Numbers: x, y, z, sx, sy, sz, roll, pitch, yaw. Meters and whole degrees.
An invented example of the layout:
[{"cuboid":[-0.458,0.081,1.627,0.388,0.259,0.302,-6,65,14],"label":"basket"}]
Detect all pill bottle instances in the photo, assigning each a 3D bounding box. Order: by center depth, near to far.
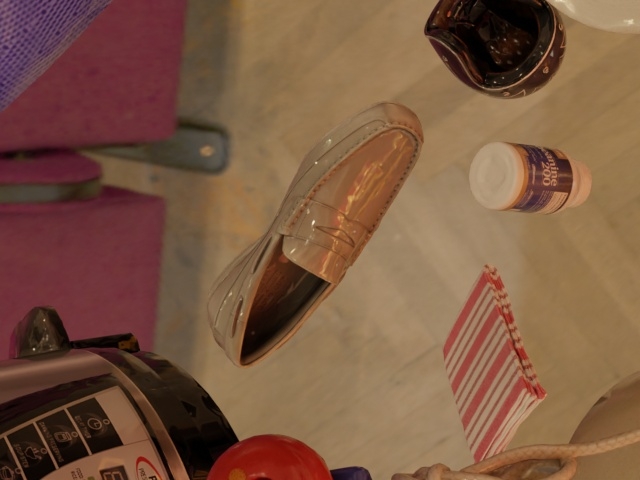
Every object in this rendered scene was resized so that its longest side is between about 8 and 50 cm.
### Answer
[{"cuboid":[0.209,-0.060,1.370,0.067,0.120,0.067,-4,85,50],"label":"pill bottle"}]

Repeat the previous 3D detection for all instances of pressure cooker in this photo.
[{"cuboid":[-0.227,0.264,1.063,0.375,0.420,0.370,28,117,48],"label":"pressure cooker"}]

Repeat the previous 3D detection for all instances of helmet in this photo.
[{"cuboid":[0.230,-0.259,1.775,0.161,0.169,0.169,36,114,-15],"label":"helmet"}]

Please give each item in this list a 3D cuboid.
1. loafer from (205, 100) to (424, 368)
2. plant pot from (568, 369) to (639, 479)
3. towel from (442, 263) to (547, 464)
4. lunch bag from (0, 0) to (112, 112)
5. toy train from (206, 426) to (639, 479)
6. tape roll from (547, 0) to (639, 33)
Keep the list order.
[{"cuboid":[0.000,0.000,1.424,0.319,0.112,0.111,-53,32,21],"label":"loafer"},{"cuboid":[0.313,0.162,0.836,0.256,0.256,0.274,55,155,6],"label":"plant pot"},{"cuboid":[0.188,0.143,1.558,0.029,0.197,0.144,8,132,-19],"label":"towel"},{"cuboid":[-0.173,-0.187,0.404,0.328,0.239,0.385,-45,68,2],"label":"lunch bag"},{"cuboid":[0.001,0.143,0.445,0.248,0.105,0.143,-11,61,5],"label":"toy train"},{"cuboid":[0.351,-0.423,1.546,0.392,0.072,0.392,20,121,38],"label":"tape roll"}]
